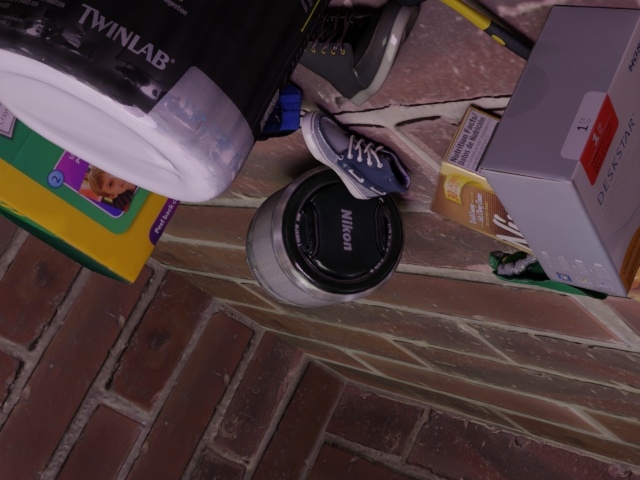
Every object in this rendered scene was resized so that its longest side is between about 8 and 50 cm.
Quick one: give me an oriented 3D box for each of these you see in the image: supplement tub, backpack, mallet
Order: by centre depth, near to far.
[{"bbox_3d":[-0.087,-0.217,0.649,0.207,0.338,0.207,25,166,7],"label":"supplement tub"},{"bbox_3d":[0.151,-0.213,0.862,0.190,0.039,0.062,30,164,-28],"label":"mallet"},{"bbox_3d":[-0.082,-0.190,1.213,0.098,0.101,0.120,20,-164,39],"label":"backpack"}]

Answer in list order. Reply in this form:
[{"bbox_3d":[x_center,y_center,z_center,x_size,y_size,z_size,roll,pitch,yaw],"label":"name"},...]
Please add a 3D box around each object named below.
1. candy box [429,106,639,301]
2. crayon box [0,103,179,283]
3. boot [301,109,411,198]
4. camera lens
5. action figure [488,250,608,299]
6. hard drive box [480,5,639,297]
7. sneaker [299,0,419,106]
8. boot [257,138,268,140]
[{"bbox_3d":[0.302,-0.037,1.092,0.317,0.087,0.183,24,165,9],"label":"candy box"},{"bbox_3d":[-0.266,-0.181,1.027,0.106,0.362,0.313,12,159,45],"label":"crayon box"},{"bbox_3d":[0.055,-0.129,1.275,0.086,0.069,0.190,-7,147,34],"label":"boot"},{"bbox_3d":[0.000,0.000,1.476,0.219,0.219,0.274,30,165,-12],"label":"camera lens"},{"bbox_3d":[0.333,0.037,1.280,0.137,0.063,0.232,-17,-169,-35],"label":"action figure"},{"bbox_3d":[0.259,-0.078,0.844,0.089,0.181,0.232,15,162,37],"label":"hard drive box"},{"bbox_3d":[0.024,-0.217,0.960,0.118,0.083,0.222,29,166,-6],"label":"sneaker"},{"bbox_3d":[-0.182,-0.209,1.336,0.137,0.076,0.198,6,155,41],"label":"boot"}]
